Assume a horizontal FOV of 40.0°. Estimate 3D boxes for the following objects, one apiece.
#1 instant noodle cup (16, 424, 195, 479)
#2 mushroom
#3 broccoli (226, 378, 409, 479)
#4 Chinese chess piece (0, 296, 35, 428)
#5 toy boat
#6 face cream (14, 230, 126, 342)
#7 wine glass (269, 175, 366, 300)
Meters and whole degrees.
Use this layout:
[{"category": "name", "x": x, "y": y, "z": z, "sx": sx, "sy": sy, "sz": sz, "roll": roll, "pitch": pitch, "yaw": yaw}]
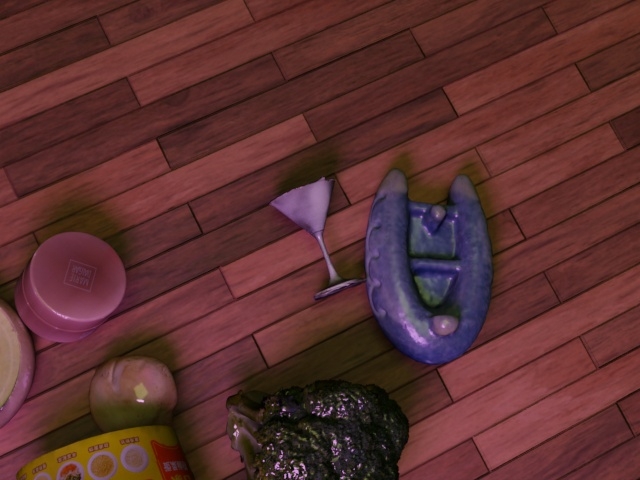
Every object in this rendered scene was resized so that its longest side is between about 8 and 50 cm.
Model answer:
[{"category": "instant noodle cup", "x": -0.286, "y": 0.404, "z": 1.238, "sx": 0.311, "sy": 0.311, "sz": 0.222, "roll": -17, "pitch": 70, "yaw": -9}, {"category": "mushroom", "x": -0.287, "y": 0.242, "z": 1.353, "sx": 0.148, "sy": 0.112, "sz": 0.148, "roll": 1, "pitch": 94, "yaw": 14}, {"category": "broccoli", "x": -0.019, "y": 0.328, "z": 1.298, "sx": 0.283, "sy": 0.321, "sz": 0.304, "roll": 27, "pitch": 92, "yaw": 37}, {"category": "Chinese chess piece", "x": -0.565, "y": 0.190, "z": 1.345, "sx": 0.249, "sy": 0.103, "sz": 0.250, "roll": 1, "pitch": 78, "yaw": -7}, {"category": "toy boat", "x": 0.184, "y": 0.036, "z": 1.436, "sx": 0.215, "sy": 0.123, "sz": 0.330, "roll": 7, "pitch": 75, "yaw": -10}, {"category": "face cream", "x": -0.387, "y": 0.073, "z": 1.359, "sx": 0.149, "sy": 0.104, "sz": 0.149, "roll": 15, "pitch": 59, "yaw": -26}, {"category": "wine glass", "x": 0.000, "y": 0.000, "z": 1.439, "sx": 0.122, "sy": 0.122, "sz": 0.183, "roll": -19, "pitch": 81, "yaw": -10}]
